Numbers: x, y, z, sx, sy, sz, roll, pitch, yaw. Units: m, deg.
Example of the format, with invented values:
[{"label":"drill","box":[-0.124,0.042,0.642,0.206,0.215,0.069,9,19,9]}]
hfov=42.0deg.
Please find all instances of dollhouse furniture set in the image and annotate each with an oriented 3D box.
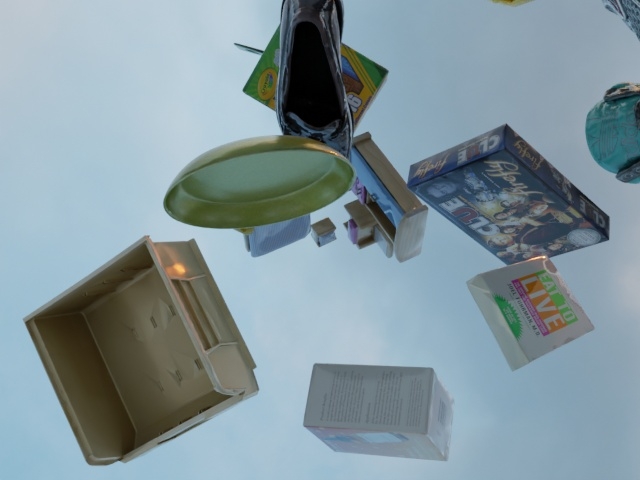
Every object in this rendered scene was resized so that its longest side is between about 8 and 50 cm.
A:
[{"label":"dollhouse furniture set","box":[0.000,0.000,1.483,0.303,0.286,0.198,-23,-122,-16]}]

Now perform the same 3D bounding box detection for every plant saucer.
[{"label":"plant saucer","box":[-0.077,-0.074,1.036,0.241,0.241,0.037,-2,-110,-28]}]

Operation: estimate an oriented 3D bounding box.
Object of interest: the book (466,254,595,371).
[{"label":"book","box":[0.211,0.069,0.844,0.144,0.035,0.096,-11,-110,-49]}]

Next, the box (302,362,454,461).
[{"label":"box","box":[0.082,0.233,1.132,0.130,0.170,0.091,53,-139,-53]}]

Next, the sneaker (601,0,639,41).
[{"label":"sneaker","box":[0.250,-0.070,0.516,0.121,0.112,0.299,9,-132,-36]}]

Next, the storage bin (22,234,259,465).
[{"label":"storage bin","box":[-0.261,0.166,1.230,0.260,0.262,0.123,63,-158,10]}]

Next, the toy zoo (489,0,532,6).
[{"label":"toy zoo","box":[0.224,-0.358,1.050,0.293,0.192,0.030,7,-97,-26]}]

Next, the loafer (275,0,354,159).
[{"label":"loafer","box":[-0.013,-0.188,1.099,0.109,0.302,0.095,1,-139,6]}]

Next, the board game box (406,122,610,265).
[{"label":"board game box","box":[0.260,-0.052,1.149,0.243,0.165,0.042,33,-126,-31]}]

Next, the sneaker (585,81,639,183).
[{"label":"sneaker","box":[0.373,-0.133,0.923,0.295,0.178,0.124,0,-97,-51]}]

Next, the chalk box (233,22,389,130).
[{"label":"chalk box","box":[-0.032,-0.325,1.640,0.289,0.180,0.179,32,-82,-2]}]
